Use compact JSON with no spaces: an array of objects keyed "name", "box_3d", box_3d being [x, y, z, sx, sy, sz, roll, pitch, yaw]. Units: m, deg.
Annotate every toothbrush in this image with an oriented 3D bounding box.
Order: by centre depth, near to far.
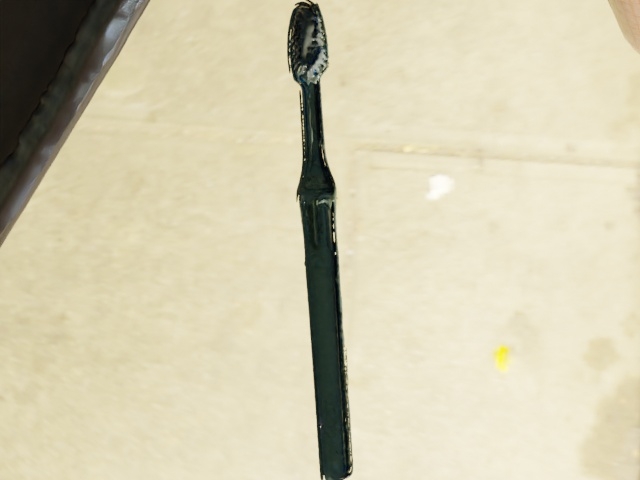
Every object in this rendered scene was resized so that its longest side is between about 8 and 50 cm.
[{"name":"toothbrush","box_3d":[0.000,0.001,1.059,0.026,0.028,0.294,-4,89,0]}]

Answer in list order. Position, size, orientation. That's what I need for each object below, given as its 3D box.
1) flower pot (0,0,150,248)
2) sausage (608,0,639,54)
[{"name":"flower pot","box_3d":[-0.084,-0.111,0.546,0.084,0.251,0.179,29,41,-12]},{"name":"sausage","box_3d":[0.130,-0.105,0.696,0.048,0.145,0.050,2,70,19]}]
